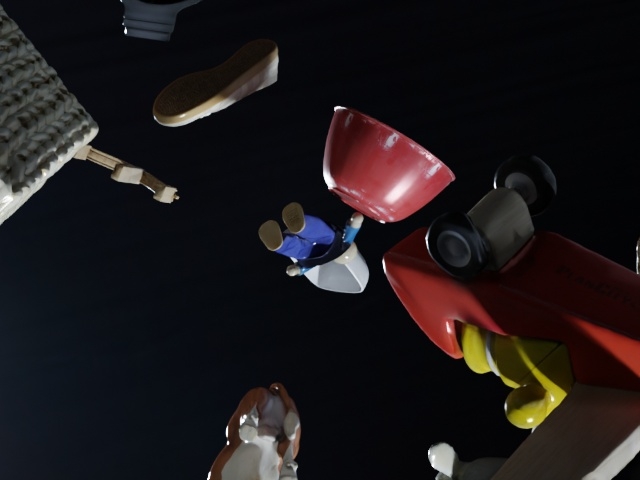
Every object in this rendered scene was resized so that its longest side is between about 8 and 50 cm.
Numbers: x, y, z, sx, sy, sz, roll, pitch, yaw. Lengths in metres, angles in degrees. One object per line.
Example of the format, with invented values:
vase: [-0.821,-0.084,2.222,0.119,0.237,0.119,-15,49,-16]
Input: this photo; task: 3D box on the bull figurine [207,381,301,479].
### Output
bull figurine: [-0.089,0.323,1.648,0.188,0.101,0.310,-150,71,-84]

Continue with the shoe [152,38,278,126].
shoe: [-0.137,-0.204,1.904,0.077,0.219,0.058,30,141,35]

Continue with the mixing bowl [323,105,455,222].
mixing bowl: [0.071,-0.087,1.802,0.098,0.181,0.181,-58,30,-5]

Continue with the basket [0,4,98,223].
basket: [-0.445,-0.089,1.417,0.266,0.331,0.328,47,-164,-8]

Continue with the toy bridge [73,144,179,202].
toy bridge: [-0.285,-0.100,2.072,0.188,0.063,0.026,26,98,24]

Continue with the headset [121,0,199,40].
headset: [-0.171,-0.348,1.300,0.394,0.185,0.243,121,154,-68]

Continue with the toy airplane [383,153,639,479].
toy airplane: [0.269,0.122,1.236,0.384,0.386,0.272,-103,14,-50]

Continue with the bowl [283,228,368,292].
bowl: [0.014,0.024,2.363,0.142,0.053,0.142,4,138,51]

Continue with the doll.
doll: [0.000,0.000,1.794,0.046,0.129,0.189,60,-164,24]
